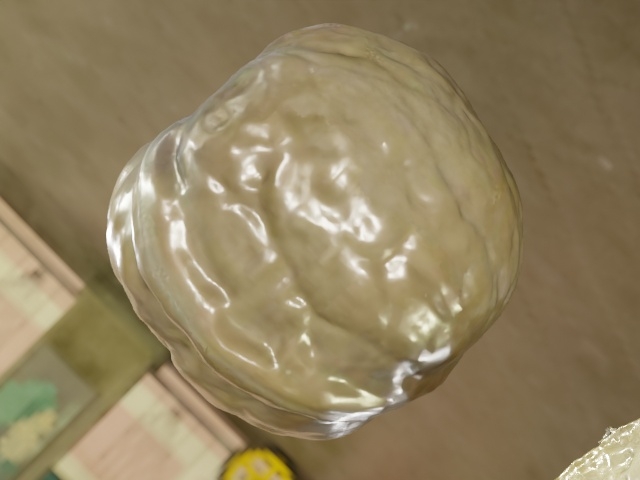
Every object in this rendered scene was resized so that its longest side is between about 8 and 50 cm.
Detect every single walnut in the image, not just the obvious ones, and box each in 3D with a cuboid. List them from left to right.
[{"bbox_3d":[0.001,-0.001,1.117,0.248,0.248,0.248,41,165,13],"label":"walnut"}]

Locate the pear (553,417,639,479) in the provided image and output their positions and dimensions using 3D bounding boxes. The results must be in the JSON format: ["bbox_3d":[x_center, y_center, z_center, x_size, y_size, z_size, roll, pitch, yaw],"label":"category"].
[{"bbox_3d":[0.250,0.263,1.291,0.178,0.267,0.267,37,170,-25],"label":"pear"}]
